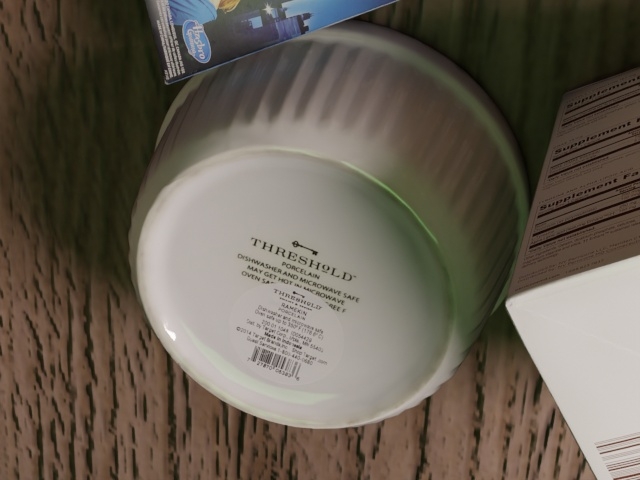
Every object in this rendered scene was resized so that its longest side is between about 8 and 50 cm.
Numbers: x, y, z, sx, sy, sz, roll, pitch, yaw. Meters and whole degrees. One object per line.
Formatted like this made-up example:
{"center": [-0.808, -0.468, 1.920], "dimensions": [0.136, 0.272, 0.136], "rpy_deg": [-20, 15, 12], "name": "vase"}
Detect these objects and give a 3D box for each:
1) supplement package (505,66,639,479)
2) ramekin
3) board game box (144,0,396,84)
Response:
{"center": [0.200, 0.030, 0.717], "dimensions": [0.149, 0.203, 0.194], "rpy_deg": [-19, 113, 25], "name": "supplement package"}
{"center": [0.000, 0.000, 0.813], "dimensions": [0.207, 0.109, 0.207], "rpy_deg": [7, 122, 11], "name": "ramekin"}
{"center": [0.003, -0.180, 0.733], "dimensions": [0.194, 0.060, 0.194], "rpy_deg": [-4, 116, 15], "name": "board game box"}
